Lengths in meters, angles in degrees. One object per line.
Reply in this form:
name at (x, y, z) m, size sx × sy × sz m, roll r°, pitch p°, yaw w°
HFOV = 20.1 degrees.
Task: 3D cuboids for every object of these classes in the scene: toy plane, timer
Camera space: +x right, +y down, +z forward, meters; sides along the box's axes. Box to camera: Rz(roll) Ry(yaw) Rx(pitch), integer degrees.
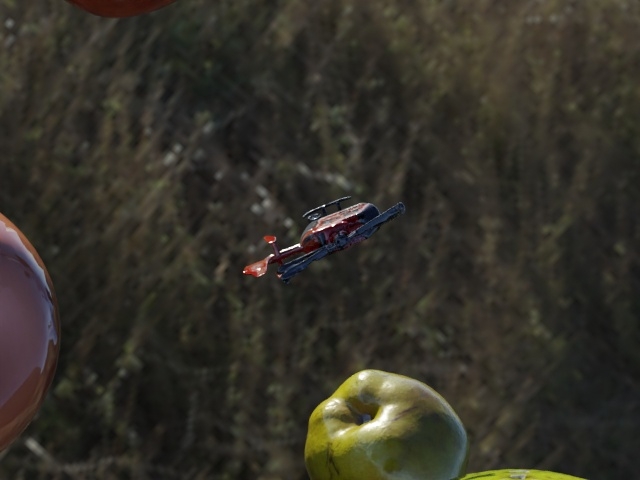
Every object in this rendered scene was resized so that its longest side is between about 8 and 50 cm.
toy plane at (0.000, 0.000, 1.527) m, size 0.060 × 0.145 × 0.037 m, roll 36°, pitch -34°, yaw 66°
timer at (-0.313, 0.069, 1.334) m, size 0.229 × 0.215 × 0.229 m, roll 0°, pitch 91°, yaw -43°

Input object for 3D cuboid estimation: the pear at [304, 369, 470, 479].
pear at (0.081, 0.253, 2.104) m, size 0.200 × 0.200 × 0.200 m, roll 32°, pitch 29°, yaw -20°

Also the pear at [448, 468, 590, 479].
pear at (0.179, 0.355, 1.414) m, size 0.391 × 0.391 × 0.391 m, roll 32°, pitch 29°, yaw -20°

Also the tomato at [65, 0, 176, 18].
tomato at (-0.191, -0.285, 1.825) m, size 0.166 × 0.174 × 0.082 m, roll 41°, pitch 19°, yaw -32°
